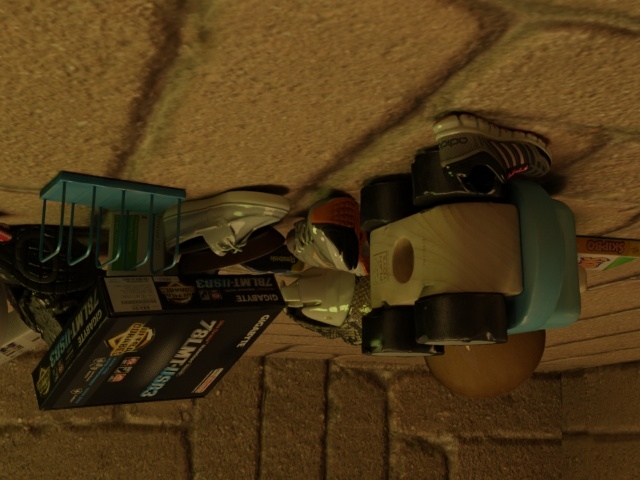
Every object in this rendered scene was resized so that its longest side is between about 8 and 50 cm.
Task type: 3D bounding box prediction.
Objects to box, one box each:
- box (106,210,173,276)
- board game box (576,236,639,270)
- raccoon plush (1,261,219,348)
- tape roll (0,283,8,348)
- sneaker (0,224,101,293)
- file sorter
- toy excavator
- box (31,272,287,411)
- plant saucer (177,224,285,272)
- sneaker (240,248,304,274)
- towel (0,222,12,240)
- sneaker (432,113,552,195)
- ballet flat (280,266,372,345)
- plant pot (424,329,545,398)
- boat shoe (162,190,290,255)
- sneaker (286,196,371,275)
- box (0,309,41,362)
[{"bbox_3d":[-0.269,0.015,1.489,0.087,0.101,0.102,1,168,-2],"label":"box"},{"bbox_3d":[0.395,0.019,1.611,0.260,0.039,0.124,1,168,-12],"label":"board game box"},{"bbox_3d":[-0.367,0.074,1.763,0.299,0.446,0.216,-31,144,-26],"label":"raccoon plush"},{"bbox_3d":[-0.707,0.138,1.756,0.246,0.246,0.169,-4,163,23],"label":"tape roll"},{"bbox_3d":[-0.494,0.027,1.620,0.286,0.109,0.130,10,175,4],"label":"sneaker"},{"bbox_3d":[-0.285,-0.018,1.334,0.170,0.104,0.118,8,166,-28],"label":"file sorter"},{"bbox_3d":[0.257,0.049,1.335,0.445,0.222,0.433,4,169,-23],"label":"toy excavator"},{"bbox_3d":[-0.247,0.155,1.496,0.293,0.073,0.295,3,144,-37],"label":"box"},{"bbox_3d":[-0.137,0.008,1.482,0.169,0.029,0.168,-14,-167,3],"label":"plant saucer"},{"bbox_3d":[-0.096,0.033,1.678,0.144,0.053,0.059,13,165,-40],"label":"sneaker"},{"bbox_3d":[-0.629,-0.030,1.471,0.275,0.031,0.199,-5,161,21],"label":"towel"},{"bbox_3d":[0.185,-0.081,1.059,0.170,0.074,0.063,12,164,-40],"label":"sneaker"},{"bbox_3d":[0.022,0.104,1.772,0.182,0.164,0.483,10,170,-14],"label":"ballet flat"},{"bbox_3d":[0.267,0.136,1.779,0.237,0.237,0.254,-3,154,21],"label":"plant pot"},{"bbox_3d":[-0.132,-0.017,1.374,0.228,0.081,0.079,-8,165,39],"label":"boat shoe"},{"bbox_3d":[0.000,0.000,1.422,0.121,0.099,0.262,3,167,13],"label":"sneaker"},{"bbox_3d":[-0.596,0.177,2.011,0.322,0.058,0.232,-29,175,-13],"label":"box"}]
